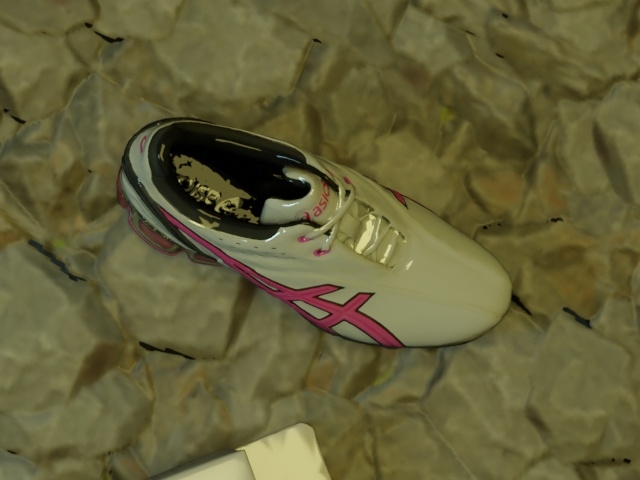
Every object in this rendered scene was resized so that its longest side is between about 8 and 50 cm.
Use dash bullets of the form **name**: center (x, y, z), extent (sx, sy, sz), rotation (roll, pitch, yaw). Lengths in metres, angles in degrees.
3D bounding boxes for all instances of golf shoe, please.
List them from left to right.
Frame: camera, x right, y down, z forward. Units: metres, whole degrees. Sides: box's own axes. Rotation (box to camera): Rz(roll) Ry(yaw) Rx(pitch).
- **golf shoe**: center (0.000, 0.000, 0.766), extent (0.186, 0.086, 0.067), rotation (20, 79, -7)

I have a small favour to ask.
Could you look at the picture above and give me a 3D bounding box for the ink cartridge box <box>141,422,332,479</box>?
- **ink cartridge box**: center (-0.066, 0.154, 0.748), extent (0.181, 0.061, 0.104), rotation (-20, 87, -11)
